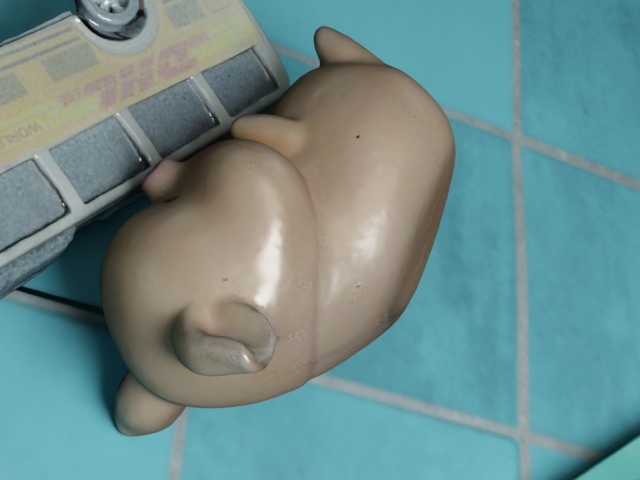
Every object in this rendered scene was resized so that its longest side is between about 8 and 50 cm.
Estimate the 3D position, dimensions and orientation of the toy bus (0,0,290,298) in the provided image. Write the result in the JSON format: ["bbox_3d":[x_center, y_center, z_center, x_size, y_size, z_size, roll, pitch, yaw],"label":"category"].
[{"bbox_3d":[-0.171,-0.058,0.820,0.342,0.097,0.138,-37,93,-41],"label":"toy bus"}]

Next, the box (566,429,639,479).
[{"bbox_3d":[0.253,0.242,0.944,0.162,0.041,0.229,-23,78,-38],"label":"box"}]

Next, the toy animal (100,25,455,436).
[{"bbox_3d":[-0.019,-0.001,0.807,0.154,0.166,0.250,39,59,14],"label":"toy animal"}]
